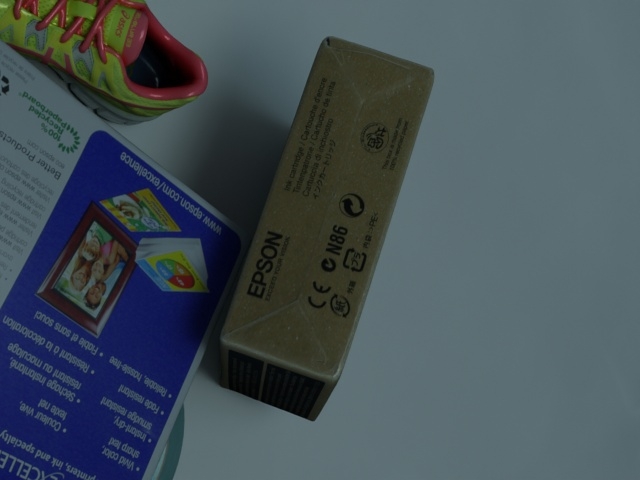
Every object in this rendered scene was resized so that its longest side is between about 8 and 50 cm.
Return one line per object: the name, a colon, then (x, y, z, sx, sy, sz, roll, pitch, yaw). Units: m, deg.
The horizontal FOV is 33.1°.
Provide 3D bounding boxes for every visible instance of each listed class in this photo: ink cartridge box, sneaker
ink cartridge box: (-0.207, 0.051, 0.631, 0.303, 0.072, 0.307, 41, 62, -38)
sneaker: (-0.153, -0.141, 0.683, 0.208, 0.094, 0.081, 26, 74, -45)
ink cartridge box: (0.000, 0.000, 0.798, 0.193, 0.088, 0.234, 108, 0, -72)

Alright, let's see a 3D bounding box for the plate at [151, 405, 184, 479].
plate: (-0.159, 0.139, 0.744, 0.188, 0.024, 0.188, -2, 93, -49)
